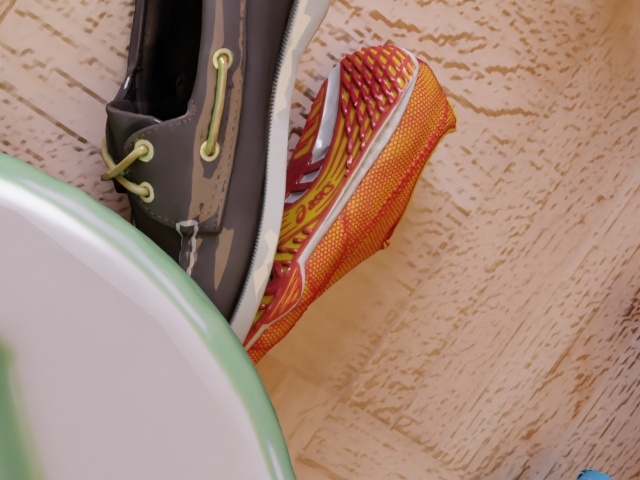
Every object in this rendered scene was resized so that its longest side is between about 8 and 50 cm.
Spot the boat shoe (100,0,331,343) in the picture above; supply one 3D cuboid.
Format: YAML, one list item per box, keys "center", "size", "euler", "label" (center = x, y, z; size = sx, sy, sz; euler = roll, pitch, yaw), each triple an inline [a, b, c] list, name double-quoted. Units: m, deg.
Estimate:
- center: [-0.051, -0.050, 0.589]
  size: [0.069, 0.081, 0.227]
  euler: [8, 99, -31]
  label: "boat shoe"

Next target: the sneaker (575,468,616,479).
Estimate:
- center: [0.065, 0.210, 0.759]
  size: [0.319, 0.127, 0.208]
  euler: [11, 87, -22]
  label: "sneaker"

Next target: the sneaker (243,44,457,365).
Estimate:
- center: [0.000, 0.000, 0.650]
  size: [0.175, 0.064, 0.067]
  euler: [-50, 137, 1]
  label: "sneaker"

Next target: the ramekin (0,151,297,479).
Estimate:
- center: [-0.145, 0.107, 0.465]
  size: [0.304, 0.148, 0.303]
  euler: [1, 83, -9]
  label: "ramekin"
